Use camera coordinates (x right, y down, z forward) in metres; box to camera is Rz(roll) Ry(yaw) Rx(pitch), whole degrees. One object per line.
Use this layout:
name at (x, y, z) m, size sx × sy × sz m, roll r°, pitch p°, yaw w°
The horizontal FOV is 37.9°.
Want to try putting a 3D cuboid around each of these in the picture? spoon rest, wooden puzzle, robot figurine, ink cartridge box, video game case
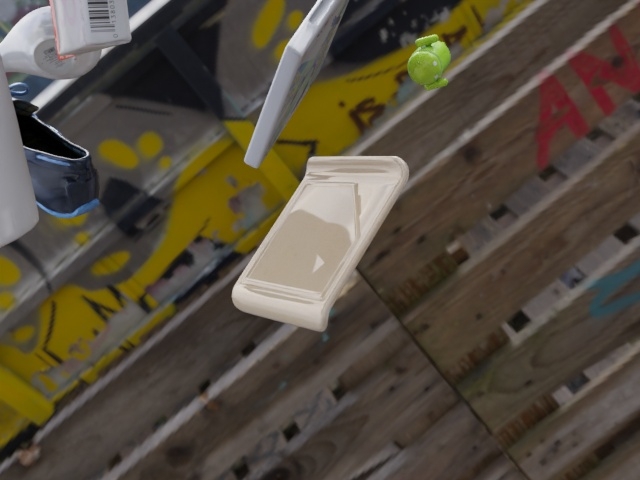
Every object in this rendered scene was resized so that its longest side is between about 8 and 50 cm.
spoon rest at (-0.501, -0.304, 1.571) m, size 0.276 × 0.137 × 0.084 m, roll -22°, pitch 42°, yaw 7°
wooden puzzle at (0.000, 0.000, 1.213) m, size 0.221 × 0.044 × 0.239 m, roll 7°, pitch 65°, yaw 55°
robot figurine at (0.202, -0.332, 1.740) m, size 0.067 × 0.101 × 0.115 m, roll 1°, pitch 31°, yaw 27°
ink cartridge box at (-0.278, -0.290, 0.992) m, size 0.066 × 0.189 × 0.232 m, roll -12°, pitch 11°, yaw -36°
video game case at (-0.030, -0.329, 1.725) m, size 0.300 × 0.036 × 0.329 m, roll -61°, pitch 1°, yaw -35°

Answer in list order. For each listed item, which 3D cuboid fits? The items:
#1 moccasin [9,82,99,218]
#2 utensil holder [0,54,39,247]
moccasin at (-0.450, -0.167, 1.386) m, size 0.342 × 0.117 × 0.138 m, roll 29°, pitch 41°, yaw 15°
utensil holder at (-0.480, -0.167, 0.941) m, size 0.327 × 0.385 × 0.327 m, roll -10°, pitch 16°, yaw 3°
